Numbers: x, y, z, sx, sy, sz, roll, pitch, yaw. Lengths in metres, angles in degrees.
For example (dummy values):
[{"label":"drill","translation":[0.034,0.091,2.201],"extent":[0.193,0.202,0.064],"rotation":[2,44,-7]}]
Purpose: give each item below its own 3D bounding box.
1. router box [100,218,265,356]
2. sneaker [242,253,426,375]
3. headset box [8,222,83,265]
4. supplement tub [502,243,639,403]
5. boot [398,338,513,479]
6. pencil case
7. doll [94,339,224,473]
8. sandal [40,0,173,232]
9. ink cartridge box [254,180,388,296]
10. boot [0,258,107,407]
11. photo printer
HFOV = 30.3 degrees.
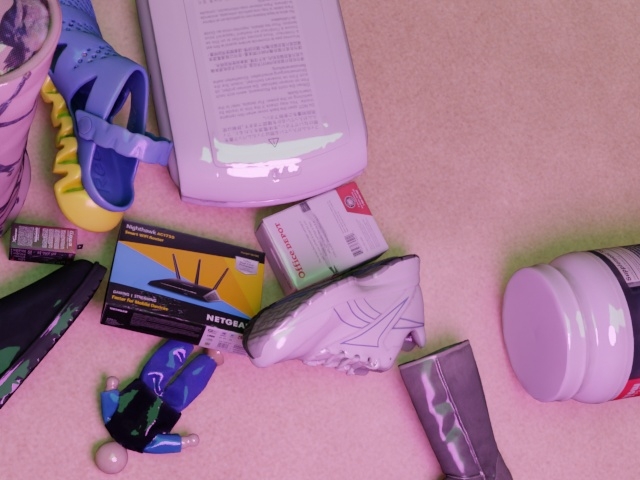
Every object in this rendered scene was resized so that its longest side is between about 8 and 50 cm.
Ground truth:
[{"label":"router box","translation":[-0.159,0.055,1.390],"extent":[0.179,0.046,0.133],"rotation":[14,47,-12]},{"label":"sneaker","translation":[0.034,0.103,1.384],"extent":[0.297,0.111,0.129],"rotation":[-17,89,-44]},{"label":"headset box","translation":[-0.318,0.005,1.374],"extent":[0.083,0.062,0.032],"rotation":[4,74,-14]},{"label":"supplement tub","translation":[0.387,0.100,1.479],"extent":[0.272,0.191,0.191],"rotation":[-7,77,-18]},{"label":"boot","translation":[0.141,0.243,1.416],"extent":[0.190,0.076,0.208],"rotation":[-23,98,-34]},{"label":"pencil case","translation":[-0.365,-0.143,1.218],"extent":[0.160,0.410,0.183],"rotation":[6,66,-16]},{"label":"doll","translation":[-0.190,0.193,1.367],"extent":[0.129,0.046,0.189],"rotation":[41,68,-1]},{"label":"sandal","translation":[-0.256,-0.176,1.386],"extent":[0.126,0.138,0.317],"rotation":[-2,71,-60]},{"label":"ink cartridge box","translation":[0.000,0.000,1.470],"extent":[0.135,0.056,0.099],"rotation":[-23,81,-21]},{"label":"boot","translation":[-0.388,0.066,1.319],"extent":[0.207,0.094,0.246],"rotation":[40,74,-6]},{"label":"photo printer","translation":[-0.081,-0.193,1.464],"extent":[0.256,0.107,0.307],"rotation":[-10,77,-10]}]
